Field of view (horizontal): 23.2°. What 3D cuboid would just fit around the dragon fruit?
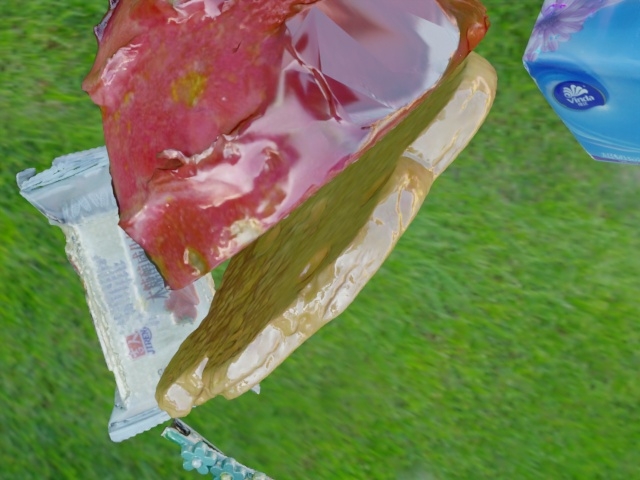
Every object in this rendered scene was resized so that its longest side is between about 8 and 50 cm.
[{"bbox_3d":[-0.006,-0.106,0.854,0.261,0.189,0.163,-42,124,-32],"label":"dragon fruit"}]

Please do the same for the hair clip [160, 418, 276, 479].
[{"bbox_3d":[-0.117,0.274,1.875,0.173,0.049,0.049,31,85,-5],"label":"hair clip"}]

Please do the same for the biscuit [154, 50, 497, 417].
[{"bbox_3d":[0.004,0.003,1.205,0.051,0.269,0.376,40,104,-13],"label":"biscuit"}]

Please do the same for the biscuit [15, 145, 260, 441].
[{"bbox_3d":[-0.190,0.044,1.655,0.186,0.079,0.309,-19,105,-13],"label":"biscuit"}]

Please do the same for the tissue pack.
[{"bbox_3d":[0.345,-0.153,1.380,0.198,0.263,0.146,42,66,-46],"label":"tissue pack"}]
